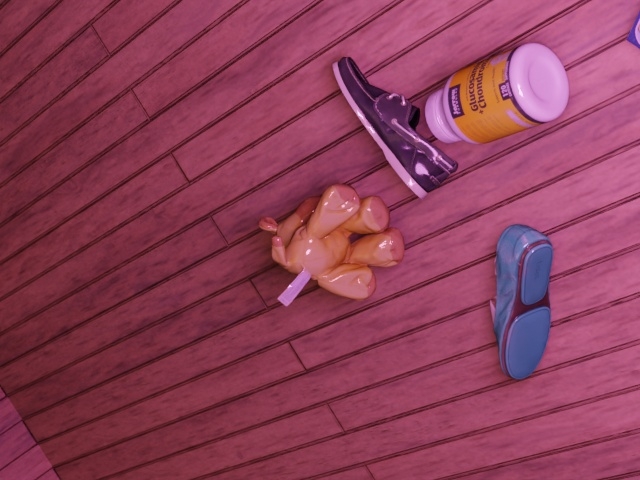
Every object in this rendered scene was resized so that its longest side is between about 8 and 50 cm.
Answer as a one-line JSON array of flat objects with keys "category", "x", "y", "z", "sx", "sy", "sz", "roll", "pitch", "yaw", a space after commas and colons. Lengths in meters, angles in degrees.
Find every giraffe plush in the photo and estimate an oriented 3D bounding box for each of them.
[{"category": "giraffe plush", "x": 0.000, "y": 0.000, "z": 2.298, "sx": 0.181, "sy": 0.210, "sz": 0.170, "roll": 59, "pitch": 175, "yaw": -22}]

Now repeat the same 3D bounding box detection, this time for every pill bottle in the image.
[{"category": "pill bottle", "x": 0.223, "y": -0.182, "z": 1.965, "sx": 0.184, "sy": 0.103, "sz": 0.103, "roll": -18, "pitch": 104, "yaw": 49}]

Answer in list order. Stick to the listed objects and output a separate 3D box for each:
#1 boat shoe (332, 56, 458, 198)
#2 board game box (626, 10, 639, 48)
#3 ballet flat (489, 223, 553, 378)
[{"category": "boat shoe", "x": 0.102, "y": -0.170, "z": 2.137, "sx": 0.079, "sy": 0.084, "sz": 0.233, "roll": -39, "pitch": 78, "yaw": 13}, {"category": "board game box", "x": 0.461, "y": -0.232, "z": 1.741, "sx": 0.201, "sy": 0.035, "sz": 0.136, "roll": 38, "pitch": 138, "yaw": 20}, {"category": "ballet flat", "x": 0.277, "y": 0.078, "z": 2.131, "sx": 0.087, "sy": 0.083, "sz": 0.247, "roll": 50, "pitch": 148, "yaw": 46}]
